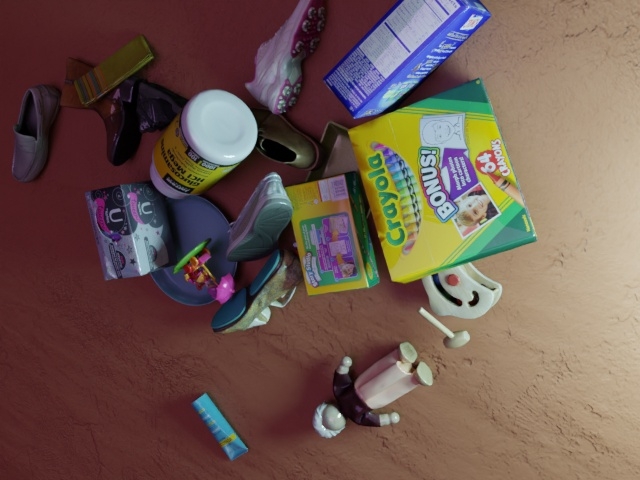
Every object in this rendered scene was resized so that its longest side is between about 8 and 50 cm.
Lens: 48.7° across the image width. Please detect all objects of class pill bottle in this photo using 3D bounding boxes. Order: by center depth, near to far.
[{"bbox_3d":[-0.309,-0.225,1.776,0.334,0.188,0.187,-30,85,54],"label":"pill bottle"}]

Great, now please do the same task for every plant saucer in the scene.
[{"bbox_3d":[0.073,-0.173,1.730,0.188,0.045,0.188,28,110,18],"label":"plant saucer"},{"bbox_3d":[-0.359,0.024,1.977,0.318,0.044,0.317,5,101,25],"label":"plant saucer"}]

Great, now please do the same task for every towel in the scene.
[{"bbox_3d":[-0.571,-0.469,1.940,0.237,0.021,0.102,-34,63,7],"label":"towel"}]

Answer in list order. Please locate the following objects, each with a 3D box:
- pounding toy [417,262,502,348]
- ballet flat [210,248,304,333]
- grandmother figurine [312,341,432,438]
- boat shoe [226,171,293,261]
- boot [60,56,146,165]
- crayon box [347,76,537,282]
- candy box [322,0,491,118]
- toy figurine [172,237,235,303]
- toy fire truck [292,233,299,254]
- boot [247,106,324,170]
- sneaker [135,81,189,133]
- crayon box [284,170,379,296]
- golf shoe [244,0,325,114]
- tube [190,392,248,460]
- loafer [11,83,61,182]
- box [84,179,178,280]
[{"bbox_3d":[0.309,0.109,1.607,0.154,0.155,0.269,-19,91,32],"label":"pounding toy"},{"bbox_3d":[-0.158,0.159,1.873,0.123,0.123,0.348,50,121,9],"label":"ballet flat"},{"bbox_3d":[0.109,0.389,1.790,0.342,0.104,0.207,-41,72,23],"label":"grandmother figurine"},{"bbox_3d":[-0.159,-0.043,1.771,0.320,0.118,0.103,125,140,-53],"label":"boat shoe"},{"bbox_3d":[-0.644,-0.367,2.012,0.281,0.096,0.264,17,107,23],"label":"boot"},{"bbox_3d":[0.262,-0.124,1.548,0.313,0.106,0.362,-19,77,17],"label":"crayon box"},{"bbox_3d":[0.190,-0.413,1.505,0.317,0.268,0.122,-41,85,25],"label":"candy box"},{"bbox_3d":[-0.302,0.104,1.890,0.159,0.130,0.173,50,138,-1],"label":"toy figurine"},{"bbox_3d":[0.000,0.000,1.797,0.135,0.047,0.192,10,103,23],"label":"toy fire truck"},{"bbox_3d":[-0.135,-0.262,1.760,0.305,0.115,0.112,31,113,34],"label":"boot"},{"bbox_3d":[-0.413,-0.332,1.915,0.228,0.087,0.130,28,112,22],"label":"sneaker"},{"bbox_3d":[0.028,-0.014,1.708,0.165,0.081,0.278,-10,94,27],"label":"crayon box"},{"bbox_3d":[-0.093,-0.467,1.722,0.140,0.115,0.306,31,110,21],"label":"golf shoe"},{"bbox_3d":[-0.293,0.538,2.042,0.080,0.052,0.207,-38,88,37],"label":"tube"},{"bbox_3d":[-0.876,-0.319,2.122,0.112,0.111,0.319,29,110,18],"label":"loafer"},{"bbox_3d":[-0.511,-0.031,1.924,0.142,0.163,0.247,-9,96,28],"label":"box"}]
